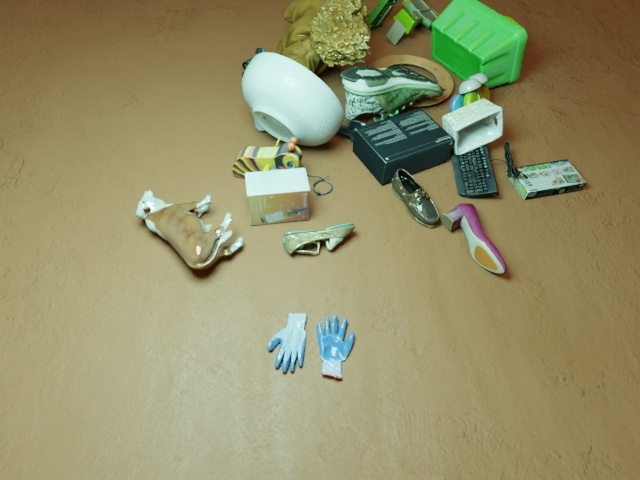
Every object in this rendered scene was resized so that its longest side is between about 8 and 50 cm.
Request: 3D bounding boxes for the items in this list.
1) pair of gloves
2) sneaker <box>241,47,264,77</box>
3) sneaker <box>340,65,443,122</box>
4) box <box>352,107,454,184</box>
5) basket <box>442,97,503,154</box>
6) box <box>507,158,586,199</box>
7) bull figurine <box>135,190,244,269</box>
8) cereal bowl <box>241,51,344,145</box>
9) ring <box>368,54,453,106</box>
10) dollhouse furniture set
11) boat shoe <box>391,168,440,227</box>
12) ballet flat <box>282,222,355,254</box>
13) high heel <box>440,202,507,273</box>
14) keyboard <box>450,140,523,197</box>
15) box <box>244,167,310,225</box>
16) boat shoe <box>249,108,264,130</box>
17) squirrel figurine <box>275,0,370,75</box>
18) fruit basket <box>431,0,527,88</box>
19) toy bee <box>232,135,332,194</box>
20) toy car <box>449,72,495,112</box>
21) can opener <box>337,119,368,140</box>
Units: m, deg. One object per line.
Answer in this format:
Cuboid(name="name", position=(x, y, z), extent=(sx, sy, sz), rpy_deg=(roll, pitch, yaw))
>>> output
Cuboid(name="pair of gloves", position=(-0.022, 0.242, 1.058), extent=(0.199, 0.023, 0.159), rpy_deg=(8, 52, 2))
Cuboid(name="sneaker", position=(-0.258, -0.682, 1.722), extent=(0.078, 0.067, 0.188), rpy_deg=(11, 56, -2))
Cuboid(name="sneaker", position=(0.238, -0.493, 1.549), extent=(0.411, 0.181, 0.158), rpy_deg=(-8, 42, -26))
Cuboid(name="box", position=(0.263, -0.306, 1.442), extent=(0.262, 0.103, 0.184), rpy_deg=(-21, 53, -18))
Cuboid(name="basket", position=(0.488, -0.372, 1.452), extent=(0.168, 0.113, 0.103), rpy_deg=(-24, 46, 0))
Cuboid(name="box", position=(0.717, -0.196, 1.423), extent=(0.207, 0.036, 0.114), rpy_deg=(-10, 54, -10))
Cuboid(name="bull figurine", position=(-0.355, -0.041, 1.206), extent=(0.189, 0.101, 0.310), rpy_deg=(-33, 60, -27))
Cuboid(name="cereal bowl", position=(-0.103, -0.399, 1.372), extent=(0.339, 0.339, 0.141), rpy_deg=(28, 81, 17))
Cuboid(name="ring", position=(0.340, -0.612, 1.725), extent=(0.338, 0.032, 0.336), rpy_deg=(1, 54, -2))
Cuboid(name="dollhouse furniture set", position=(0.379, -0.970, 1.980), extent=(0.197, 0.151, 0.302), rpy_deg=(51, 46, 7))
Cuboid(name="boat shoe", position=(0.280, -0.128, 1.326), extent=(0.073, 0.073, 0.207), rpy_deg=(-25, 59, -22))
Cuboid(name="ballet flat", position=(0.000, 0.000, 1.228), extent=(0.207, 0.073, 0.067), rpy_deg=(-10, 81, -8))
Cuboid(name="high heel", position=(0.454, -0.013, 1.250), extent=(0.117, 0.082, 0.244), rpy_deg=(-22, 49, -20))
Cuboid(name="keyboard", position=(0.529, -0.265, 1.446), extent=(0.202, 0.033, 0.316), rpy_deg=(-4, 52, 10))
Cuboid(name="box", position=(-0.120, -0.122, 1.263), extent=(0.171, 0.130, 0.090), rpy_deg=(-6, 53, -7))
Cuboid(name="boat shoe", position=(-0.205, -0.429, 1.546), extent=(0.040, 0.049, 0.142), rpy_deg=(12, 46, -45))
Cuboid(name="squirrel figurine", position=(-0.017, -0.675, 1.540), extent=(0.397, 0.281, 0.370), rpy_deg=(-9, 41, 49))
Cuboid(name="fruit basket", position=(0.669, -0.794, 1.756), extent=(0.393, 0.283, 0.391), rpy_deg=(-6, 62, 11))
Cuboid(name="toy bee", position=(-0.118, -0.247, 1.341), extent=(0.299, 0.162, 0.195), rpy_deg=(-6, 52, -8))
Cuboid(name="toy car", position=(0.524, -0.488, 1.579), extent=(0.136, 0.159, 0.182), rpy_deg=(-6, 26, 41))
Cuboid(name="can opener", position=(0.082, -0.375, 1.514), extent=(0.186, 0.073, 0.059), rpy_deg=(18, 12, 26))
